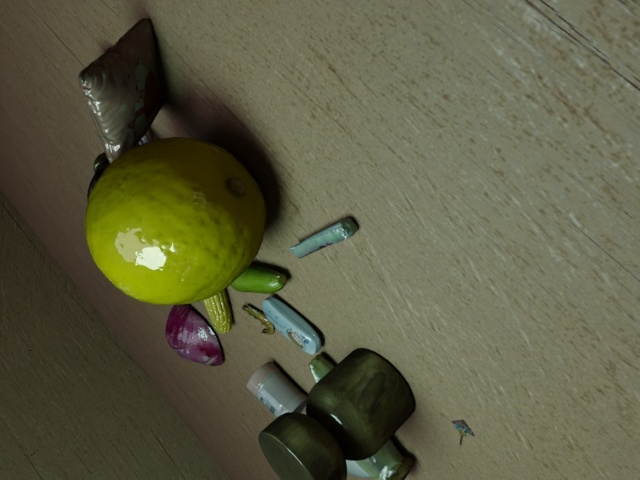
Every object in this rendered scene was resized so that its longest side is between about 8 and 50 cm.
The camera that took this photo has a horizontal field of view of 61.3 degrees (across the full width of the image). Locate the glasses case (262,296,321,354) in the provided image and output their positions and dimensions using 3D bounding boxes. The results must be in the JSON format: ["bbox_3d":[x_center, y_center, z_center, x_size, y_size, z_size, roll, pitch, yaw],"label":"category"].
[{"bbox_3d":[-0.068,0.195,1.246,0.178,0.045,0.067,35,143,28],"label":"glasses case"}]

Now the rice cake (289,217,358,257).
[{"bbox_3d":[0.001,0.000,0.991,0.033,0.033,0.207,59,148,-3],"label":"rice cake"}]

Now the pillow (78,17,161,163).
[{"bbox_3d":[-0.382,-0.287,1.074,0.084,0.236,0.223,14,141,7],"label":"pillow"}]

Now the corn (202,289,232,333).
[{"bbox_3d":[-0.287,0.179,1.497,0.067,0.067,0.206,29,141,35],"label":"corn"}]

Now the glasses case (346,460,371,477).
[{"bbox_3d":[0.078,0.541,1.348,0.092,0.059,0.233,48,154,3],"label":"glasses case"}]

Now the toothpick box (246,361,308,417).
[{"bbox_3d":[-0.114,0.412,1.453,0.149,0.098,0.098,39,144,23],"label":"toothpick box"}]

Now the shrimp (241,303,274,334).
[{"bbox_3d":[-0.163,0.209,1.405,0.114,0.023,0.083,28,141,31],"label":"shrimp"}]

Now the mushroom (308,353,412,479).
[{"bbox_3d":[0.072,0.411,1.215,0.333,0.107,0.087,49,-168,9],"label":"mushroom"}]

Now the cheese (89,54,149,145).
[{"bbox_3d":[-0.463,-0.321,1.277,0.137,0.064,0.227,3,120,56],"label":"cheese"}]

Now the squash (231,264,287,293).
[{"bbox_3d":[-0.144,0.088,1.229,0.201,0.066,0.066,-2,118,50],"label":"squash"}]

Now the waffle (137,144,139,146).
[{"bbox_3d":[-0.519,-0.223,1.457,0.102,0.042,0.148,55,148,0],"label":"waffle"}]

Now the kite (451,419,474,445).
[{"bbox_3d":[0.259,0.356,1.007,0.044,0.002,0.078,43,145,19],"label":"kite"}]

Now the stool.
[{"bbox_3d":[0.035,0.360,1.057,0.179,0.264,0.179,34,143,31],"label":"stool"}]

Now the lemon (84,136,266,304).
[{"bbox_3d":[-0.271,-0.038,1.044,0.348,0.348,0.348,33,142,31],"label":"lemon"}]

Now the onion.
[{"bbox_3d":[-0.436,0.338,1.801,0.247,0.111,0.250,36,141,31],"label":"onion"}]

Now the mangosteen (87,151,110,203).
[{"bbox_3d":[-0.465,-0.120,1.309,0.265,0.228,0.228,37,144,19],"label":"mangosteen"}]
